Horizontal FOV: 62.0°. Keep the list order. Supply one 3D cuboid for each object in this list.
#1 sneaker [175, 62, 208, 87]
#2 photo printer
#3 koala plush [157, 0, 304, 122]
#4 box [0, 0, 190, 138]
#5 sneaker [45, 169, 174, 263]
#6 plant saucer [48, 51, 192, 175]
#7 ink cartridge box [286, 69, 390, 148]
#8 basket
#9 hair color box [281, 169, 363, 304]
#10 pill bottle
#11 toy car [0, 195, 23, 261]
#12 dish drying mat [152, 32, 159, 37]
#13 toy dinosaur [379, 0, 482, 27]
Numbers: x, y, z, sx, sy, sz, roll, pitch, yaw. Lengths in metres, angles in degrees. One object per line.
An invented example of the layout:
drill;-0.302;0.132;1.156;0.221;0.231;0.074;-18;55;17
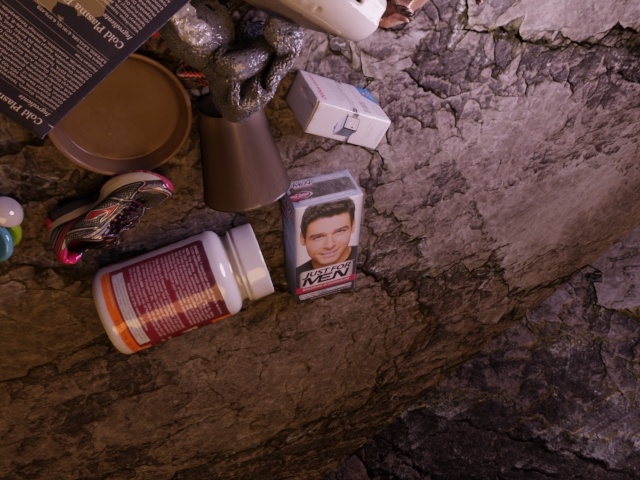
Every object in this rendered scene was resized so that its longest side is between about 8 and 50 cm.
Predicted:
sneaker;-0.230;-0.326;1.072;0.119;0.047;0.057;-7;146;-20
photo printer;-0.055;-0.426;0.856;0.256;0.307;0.107;16;106;-37
koala plush;-0.184;-0.341;0.943;0.221;0.196;0.203;27;95;-33
box;-0.357;-0.374;0.724;0.312;0.343;0.179;-38;139;11
sneaker;-0.447;-0.050;1.158;0.299;0.112;0.121;-27;153;8
plant saucer;-0.397;-0.250;1.059;0.277;0.041;0.278;-15;138;-15
ink cartridge box;0.038;-0.288;1.174;0.190;0.140;0.082;5;131;-31
basket;-0.179;-0.198;1.151;0.204;0.154;0.227;-16;134;-9
hair color box;0.000;0.000;1.468;0.185;0.114;0.375;-14;136;-15
pill bottle;-0.329;0.110;1.321;0.392;0.224;0.224;-20;138;-8
toy car;-0.697;-0.013;1.066;0.182;0.136;0.159;23;118;-41
dish drying mat;-0.280;-0.408;0.984;0.083;0.008;0.032;-27;140;1
toy dinosaur;0.199;-0.545;1.020;0.200;0.127;0.296;-13;132;-6
